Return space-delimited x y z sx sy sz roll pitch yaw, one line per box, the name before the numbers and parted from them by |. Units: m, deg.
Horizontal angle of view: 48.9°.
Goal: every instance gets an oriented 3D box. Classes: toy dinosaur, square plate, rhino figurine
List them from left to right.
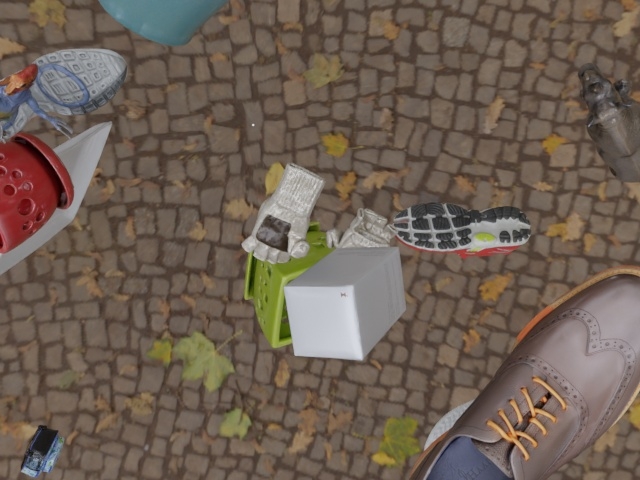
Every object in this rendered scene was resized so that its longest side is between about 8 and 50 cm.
toy dinosaur | -0.199 -0.087 0.431 0.090 0.047 0.082 45 126 6
square plate | -0.659 -0.110 1.703 0.049 0.347 0.344 34 122 -1
rhino figurine | 0.372 -0.149 0.884 0.073 0.243 0.106 -21 61 28

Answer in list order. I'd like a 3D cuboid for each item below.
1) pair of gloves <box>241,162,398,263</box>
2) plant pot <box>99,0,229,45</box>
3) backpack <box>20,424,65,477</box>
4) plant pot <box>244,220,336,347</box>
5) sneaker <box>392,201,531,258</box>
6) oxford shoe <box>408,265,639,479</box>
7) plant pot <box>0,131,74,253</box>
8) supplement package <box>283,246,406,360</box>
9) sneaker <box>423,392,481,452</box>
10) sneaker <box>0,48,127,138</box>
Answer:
pair of gloves | 0.000 0.000 1.227 0.240 0.042 0.204 32 124 -5
plant pot | -0.252 -0.487 1.199 0.271 0.272 0.255 33 120 -10
backpack | -0.713 0.548 1.801 0.084 0.105 0.114 28 121 -15
plant pot | -0.058 0.087 1.699 0.228 0.207 0.227 -14 132 -30
sneaker | 0.277 -0.002 1.409 0.279 0.118 0.107 3 62 -6
oxford shoe | 0.216 0.180 0.703 0.130 0.132 0.364 39 104 16
plant pot | -0.578 -0.100 1.316 0.174 0.191 0.191 -44 103 -33
supplement package | 0.040 0.082 0.992 0.105 0.179 0.105 -1 105 26
sneaker | 0.386 0.417 1.606 0.366 0.150 0.135 -30 63 -16
sneaker | -0.455 -0.267 1.188 0.297 0.129 0.111 -11 122 16
